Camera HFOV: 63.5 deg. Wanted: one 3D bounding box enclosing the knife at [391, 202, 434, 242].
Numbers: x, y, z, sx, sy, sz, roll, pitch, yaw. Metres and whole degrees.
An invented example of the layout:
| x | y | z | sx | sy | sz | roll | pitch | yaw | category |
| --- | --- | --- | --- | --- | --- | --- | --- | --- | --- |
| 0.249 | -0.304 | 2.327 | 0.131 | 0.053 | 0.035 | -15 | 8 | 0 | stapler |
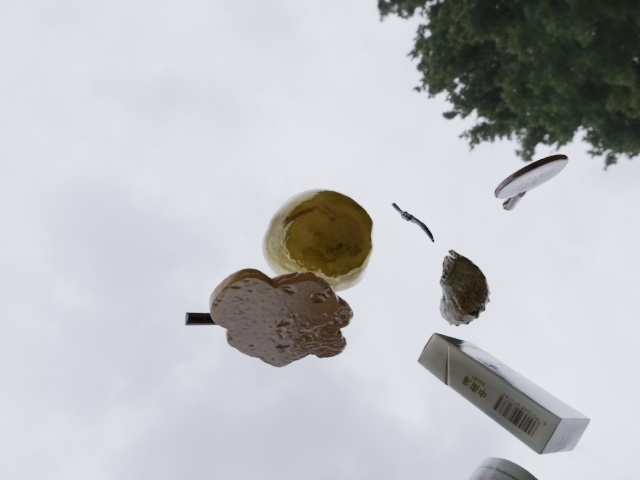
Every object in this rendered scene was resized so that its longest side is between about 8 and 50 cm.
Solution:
| x | y | z | sx | sy | sz | roll | pitch | yaw | category |
| --- | --- | --- | --- | --- | --- | --- | --- | --- | --- |
| 0.263 | -0.064 | 1.515 | 0.021 | 0.045 | 0.222 | -28 | -139 | -11 | knife |

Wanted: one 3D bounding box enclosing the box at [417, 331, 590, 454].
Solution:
| x | y | z | sx | sy | sz | roll | pitch | yaw | category |
| --- | --- | --- | --- | --- | --- | --- | --- | --- | --- |
| 0.300 | 0.249 | 0.862 | 0.155 | 0.243 | 0.067 | 24 | -83 | -45 | box |

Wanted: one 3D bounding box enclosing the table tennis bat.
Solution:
| x | y | z | sx | sy | sz | roll | pitch | yaw | category |
| --- | --- | --- | --- | --- | --- | --- | --- | --- | --- |
| 0.284 | -0.126 | 0.780 | 0.108 | 0.170 | 0.119 | -20 | -107 | -2 | table tennis bat |

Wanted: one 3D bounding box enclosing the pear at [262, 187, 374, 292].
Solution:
| x | y | z | sx | sy | sz | roll | pitch | yaw | category |
| --- | --- | --- | --- | --- | --- | --- | --- | --- | --- |
| 0.000 | 0.000 | 1.462 | 0.315 | 0.314 | 0.314 | 9 | -115 | -19 | pear |

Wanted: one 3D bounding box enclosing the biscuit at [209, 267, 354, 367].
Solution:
| x | y | z | sx | sy | sz | roll | pitch | yaw | category |
| --- | --- | --- | --- | --- | --- | --- | --- | --- | --- |
| -0.075 | 0.173 | 1.164 | 0.376 | 0.269 | 0.051 | 36 | -154 | -34 | biscuit |

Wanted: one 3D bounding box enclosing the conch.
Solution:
| x | y | z | sx | sy | sz | roll | pitch | yaw | category |
| --- | --- | --- | --- | --- | --- | --- | --- | --- | --- |
| 0.324 | 0.105 | 1.213 | 0.207 | 0.130 | 0.155 | 60 | -164 | -23 | conch |

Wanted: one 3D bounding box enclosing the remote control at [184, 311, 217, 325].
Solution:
| x | y | z | sx | sy | sz | roll | pitch | yaw | category |
| --- | --- | --- | --- | --- | --- | --- | --- | --- | --- |
| -0.256 | 0.176 | 1.156 | 0.091 | 0.016 | 0.034 | 5 | -99 | -29 | remote control |

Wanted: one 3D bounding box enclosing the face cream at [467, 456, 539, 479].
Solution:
| x | y | z | sx | sy | sz | roll | pitch | yaw | category |
| --- | --- | --- | --- | --- | --- | --- | --- | --- | --- |
| 0.214 | 0.511 | 0.783 | 0.370 | 0.145 | 0.145 | -32 | -97 | -36 | face cream |
